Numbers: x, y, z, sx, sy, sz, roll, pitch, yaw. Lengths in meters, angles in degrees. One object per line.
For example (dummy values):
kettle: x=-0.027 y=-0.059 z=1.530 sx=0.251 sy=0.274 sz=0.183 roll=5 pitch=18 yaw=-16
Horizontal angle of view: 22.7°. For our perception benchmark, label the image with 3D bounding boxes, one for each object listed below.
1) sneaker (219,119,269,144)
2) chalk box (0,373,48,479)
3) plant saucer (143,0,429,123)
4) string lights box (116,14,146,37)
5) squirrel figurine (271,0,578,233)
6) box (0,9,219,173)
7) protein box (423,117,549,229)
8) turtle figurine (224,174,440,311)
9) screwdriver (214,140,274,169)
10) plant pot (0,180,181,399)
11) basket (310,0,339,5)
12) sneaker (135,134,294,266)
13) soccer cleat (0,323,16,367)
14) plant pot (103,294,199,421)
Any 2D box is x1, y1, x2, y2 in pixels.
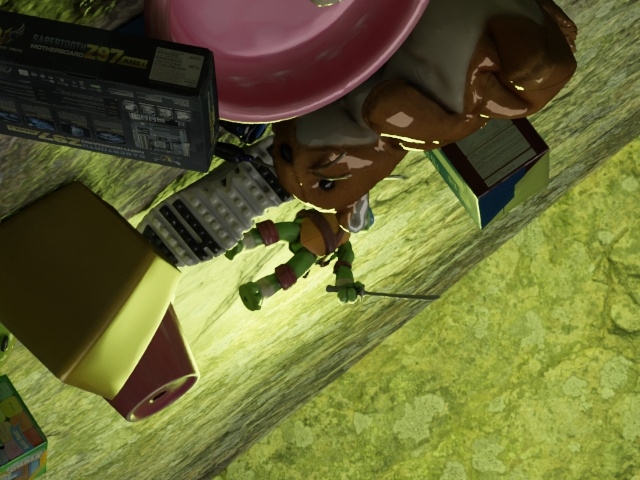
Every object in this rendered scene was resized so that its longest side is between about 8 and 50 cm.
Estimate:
sneaker: x=-0.138 y=-0.144 z=1.867 sx=0.217 sy=0.121 sz=0.079 roll=-37 pitch=164 yaw=10
chalk box: x=-0.501 y=0.301 z=2.429 sx=0.132 sy=0.132 sz=0.213 roll=-28 pitch=165 yaw=-22
plant saucer: x=-0.034 y=-0.273 z=1.606 sx=0.332 sy=0.084 sz=0.332 roll=-22 pitch=139 yaw=-20
string lights box: x=-0.115 y=-0.225 z=1.752 sx=0.260 sy=0.076 sz=0.133 roll=-33 pitch=165 yaw=-6
squirrel figurine: x=0.120 y=-0.182 z=1.981 sx=0.370 sy=0.281 sz=0.397 roll=-46 pitch=167 yaw=22
box: x=-0.218 y=-0.144 z=1.556 sx=0.183 sy=0.233 sz=0.059 roll=93 pitch=8 yaw=-69
protein box: x=0.242 y=-0.154 z=2.477 sx=0.136 sy=0.201 sz=0.200 roll=-34 pitch=165 yaw=-1
turtle figurine: x=0.000 y=0.000 z=2.466 sx=0.266 sy=0.275 sz=0.197 roll=-23 pitch=127 yaw=-23
screwdriver: x=-0.076 y=-0.103 z=2.082 sx=0.025 sy=0.170 sz=0.024 roll=-58 pitch=145 yaw=-25
plant pot: x=-0.298 y=0.051 z=1.998 sx=0.187 sy=0.212 sz=0.212 roll=-47 pitch=165 yaw=-2
basket: x=0.066 y=-0.392 z=1.159 sx=0.266 sy=0.331 sz=0.328 roll=-23 pitch=161 yaw=-30
sneaker: x=-0.124 y=-0.061 z=2.196 sx=0.292 sy=0.110 sz=0.118 roll=-30 pitch=-164 yaw=15
soccer cleat: x=-0.480 y=0.161 z=2.191 sx=0.289 sy=0.093 sz=0.121 roll=-54 pitch=-174 yaw=40
plant pot: x=-0.281 y=0.163 z=2.383 sx=0.201 sy=0.180 sz=0.201 roll=-33 pitch=165 yaw=-10
